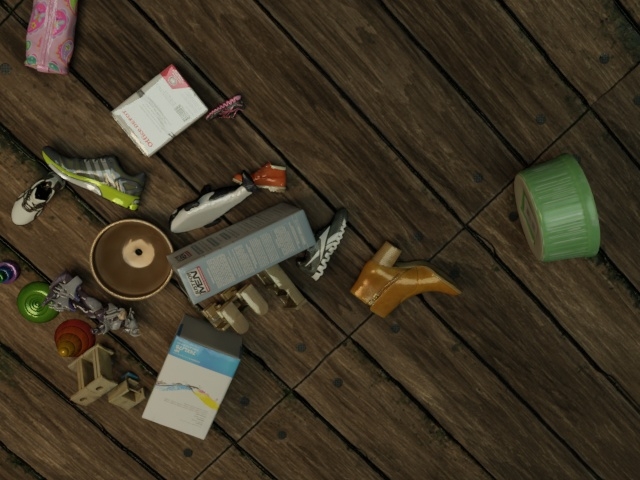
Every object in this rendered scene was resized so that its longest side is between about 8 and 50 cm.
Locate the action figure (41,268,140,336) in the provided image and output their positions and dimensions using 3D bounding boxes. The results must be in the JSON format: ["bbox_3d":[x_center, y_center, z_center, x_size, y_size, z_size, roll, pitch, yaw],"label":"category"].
[{"bbox_3d":[-0.645,0.204,1.919,0.285,0.099,0.185,30,138,-8],"label":"action figure"}]

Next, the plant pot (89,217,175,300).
[{"bbox_3d":[-0.531,0.045,1.917,0.237,0.110,0.237,-1,102,-3],"label":"plant pot"}]

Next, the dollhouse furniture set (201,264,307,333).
[{"bbox_3d":[-0.189,0.194,1.928,0.242,0.212,0.161,-42,102,-22],"label":"dollhouse furniture set"}]

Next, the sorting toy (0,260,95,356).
[{"bbox_3d":[-0.814,0.214,1.925,0.127,0.126,0.365,-38,103,4],"label":"sorting toy"}]

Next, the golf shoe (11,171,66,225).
[{"bbox_3d":[-0.808,-0.115,1.871,0.077,0.094,0.198,42,98,-12],"label":"golf shoe"}]

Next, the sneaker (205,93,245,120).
[{"bbox_3d":[-0.267,-0.364,1.886,0.119,0.047,0.057,-29,114,3],"label":"sneaker"}]

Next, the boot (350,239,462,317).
[{"bbox_3d":[0.256,0.152,2.013,0.295,0.104,0.211,30,104,-5],"label":"boot"}]

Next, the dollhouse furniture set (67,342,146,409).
[{"bbox_3d":[-0.644,0.425,2.003,0.129,0.129,0.183,-34,137,11],"label":"dollhouse furniture set"}]

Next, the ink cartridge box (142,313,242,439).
[{"bbox_3d":[-0.372,0.398,1.960,0.197,0.198,0.270,23,99,-9],"label":"ink cartridge box"}]

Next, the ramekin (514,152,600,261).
[{"bbox_3d":[0.661,-0.083,1.889,0.148,0.303,0.303,-15,103,7],"label":"ramekin"}]

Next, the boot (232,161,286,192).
[{"bbox_3d":[-0.174,-0.188,1.924,0.158,0.059,0.085,5,99,-14],"label":"boot"}]

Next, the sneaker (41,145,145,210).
[{"bbox_3d":[-0.631,-0.197,1.872,0.300,0.111,0.121,27,89,-15],"label":"sneaker"}]

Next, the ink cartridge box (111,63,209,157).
[{"bbox_3d":[-0.441,-0.358,1.847,0.218,0.092,0.158,-37,102,2],"label":"ink cartridge box"}]

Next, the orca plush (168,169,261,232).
[{"bbox_3d":[-0.318,-0.128,1.899,0.287,0.151,0.102,-34,63,27],"label":"orca plush"}]

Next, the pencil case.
[{"bbox_3d":[-0.708,-0.587,1.764,0.124,0.124,0.284,12,102,-7],"label":"pencil case"}]

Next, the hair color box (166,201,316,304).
[{"bbox_3d":[-0.221,0.027,1.845,0.374,0.185,0.114,-26,108,-16],"label":"hair color box"}]

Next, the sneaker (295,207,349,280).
[{"bbox_3d":[0.000,0.000,1.964,0.106,0.078,0.234,25,101,-11],"label":"sneaker"}]
